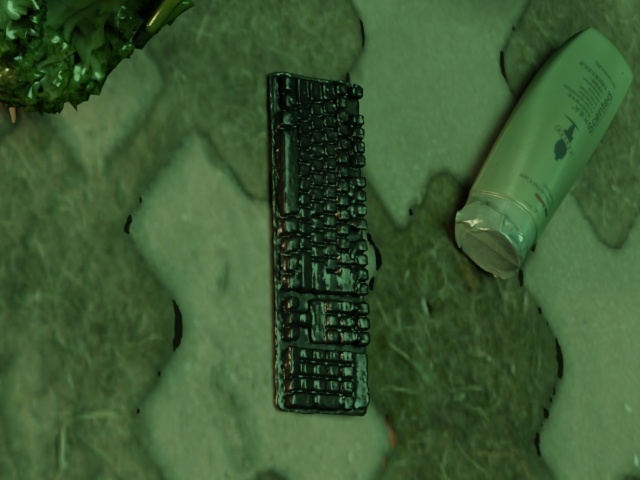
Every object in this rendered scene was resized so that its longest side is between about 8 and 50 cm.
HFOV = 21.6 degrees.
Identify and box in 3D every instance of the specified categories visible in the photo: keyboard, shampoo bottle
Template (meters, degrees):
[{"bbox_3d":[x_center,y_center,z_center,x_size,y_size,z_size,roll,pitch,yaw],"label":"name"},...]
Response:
[{"bbox_3d":[0.000,0.000,1.109,0.072,0.023,0.231,8,73,-33],"label":"keyboard"},{"bbox_3d":[0.166,-0.067,1.234,0.072,0.049,0.212,47,55,-24],"label":"shampoo bottle"}]

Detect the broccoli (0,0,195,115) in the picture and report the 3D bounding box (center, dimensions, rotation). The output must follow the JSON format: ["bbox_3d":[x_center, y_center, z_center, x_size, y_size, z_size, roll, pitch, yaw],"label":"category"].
[{"bbox_3d":[-0.113,-0.213,0.924,0.321,0.283,0.304,-64,148,-21],"label":"broccoli"}]
